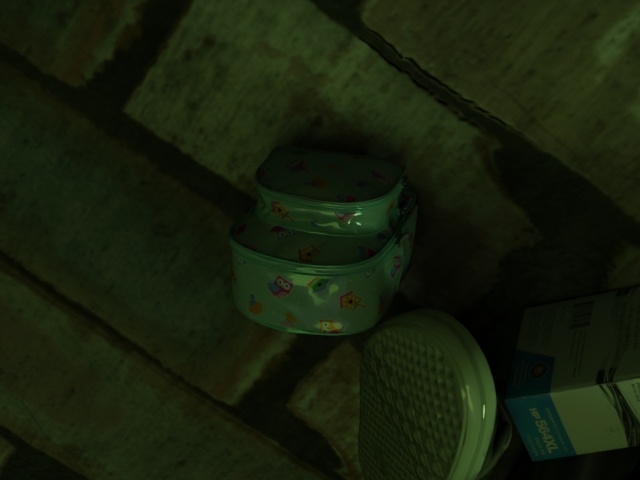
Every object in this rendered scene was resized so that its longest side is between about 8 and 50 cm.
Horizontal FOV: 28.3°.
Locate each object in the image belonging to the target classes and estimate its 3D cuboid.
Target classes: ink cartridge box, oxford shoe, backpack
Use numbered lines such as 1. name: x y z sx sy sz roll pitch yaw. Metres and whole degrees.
1. ink cartridge box: 0.289 0.117 1.183 0.203 0.148 0.086 -13 118 26
2. oxford shoe: 0.120 0.173 1.212 0.130 0.169 0.449 -19 155 -10
3. backpack: 0.000 0.000 1.172 0.166 0.188 0.144 11 126 12

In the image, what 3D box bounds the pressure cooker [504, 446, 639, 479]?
1. pressure cooker: 0.303 0.424 1.201 0.370 0.420 0.375 -21 117 41
